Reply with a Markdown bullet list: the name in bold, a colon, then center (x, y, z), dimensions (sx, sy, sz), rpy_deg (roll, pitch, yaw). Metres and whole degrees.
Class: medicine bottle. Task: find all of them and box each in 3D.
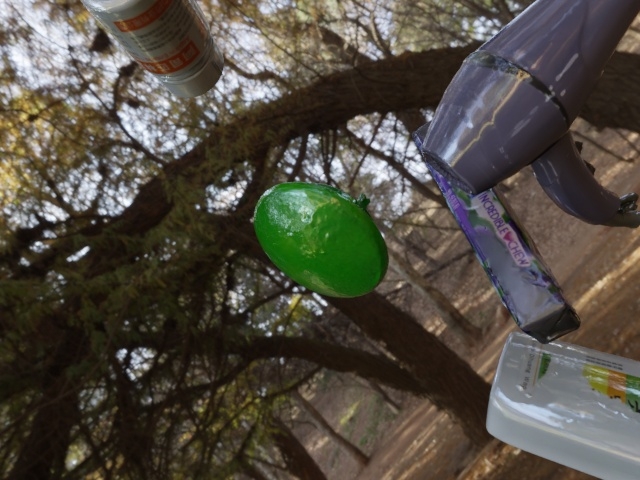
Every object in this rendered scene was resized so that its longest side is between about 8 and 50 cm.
- **medicine bottle**: center (-0.259, -0.350, 0.773), dimensions (0.144, 0.144, 0.252), rpy_deg (-49, -15, -1)
- **medicine bottle**: center (0.372, 0.219, 0.595), dimensions (0.161, 0.296, 0.111), rpy_deg (-47, -39, -43)

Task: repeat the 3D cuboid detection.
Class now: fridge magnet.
- **fridge magnet**: center (0.000, 0.000, 0.679), dimensions (0.088, 0.208, 0.208), rpy_deg (-58, -10, -38)

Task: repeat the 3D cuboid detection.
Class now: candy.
- **candy**: center (0.204, -0.027, 0.581), dimensions (0.061, 0.312, 0.088), rpy_deg (-36, -38, 24)

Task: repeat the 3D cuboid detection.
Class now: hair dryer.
- **hair dryer**: center (0.301, -0.122, 0.534), dimensions (0.301, 0.121, 0.361), rpy_deg (-49, -53, 6)
